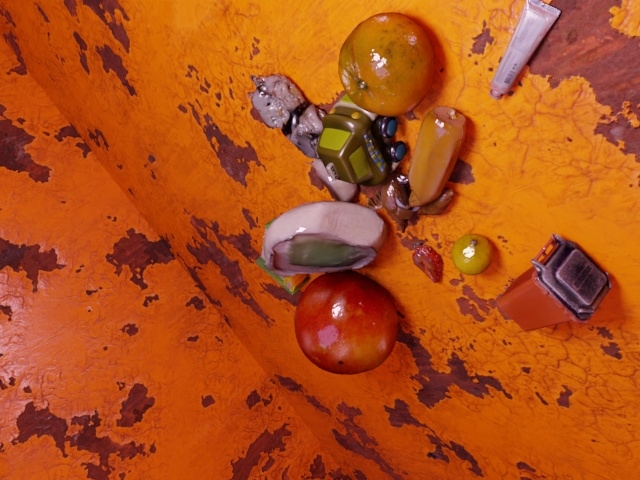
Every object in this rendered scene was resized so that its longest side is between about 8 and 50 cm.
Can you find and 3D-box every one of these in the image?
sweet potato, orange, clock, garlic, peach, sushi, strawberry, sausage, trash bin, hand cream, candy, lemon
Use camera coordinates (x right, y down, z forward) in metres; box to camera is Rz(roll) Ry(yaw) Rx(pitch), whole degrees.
[{"bbox_3d":[0.311,-0.094,1.494,0.056,0.056,0.195,49,155,0],"label":"sweet potato"},{"bbox_3d":[0.146,-0.396,1.247,0.240,0.171,0.240,31,144,26],"label":"orange"},{"bbox_3d":[-0.140,0.057,2.162,0.220,0.106,0.255,39,147,16],"label":"clock"},{"bbox_3d":[0.032,-0.196,1.696,0.198,0.090,0.128,42,161,2],"label":"garlic"},{"bbox_3d":[0.086,0.274,1.881,0.388,0.388,0.388,32,145,26],"label":"peach"},{"bbox_3d":[-0.074,-0.360,1.599,0.332,0.130,0.124,45,149,4],"label":"sushi"},{"bbox_3d":[0.323,0.070,1.659,0.104,0.048,0.152,1,122,55],"label":"strawberry"},{"bbox_3d":[0.277,-0.187,1.372,0.112,0.112,0.328,36,144,20],"label":"sausage"},{"bbox_3d":[0.546,0.114,1.329,0.184,0.161,0.238,46,152,4],"label":"trash bin"},{"bbox_3d":[0.395,-0.376,1.092,0.067,0.043,0.209,37,142,15],"label":"hand cream"},{"bbox_3d":[0.000,0.000,1.727,0.427,0.386,0.186,125,141,-61],"label":"candy"},{"bbox_3d":[0.406,0.036,1.460,0.109,0.109,0.133,29,158,29],"label":"lemon"}]

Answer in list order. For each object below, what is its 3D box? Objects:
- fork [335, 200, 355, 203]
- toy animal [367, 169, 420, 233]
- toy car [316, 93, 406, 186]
[{"bbox_3d":[0.083,-0.122,1.783,0.115,0.012,0.016,10,128,52],"label":"fork"},{"bbox_3d":[0.233,-0.112,1.545,0.179,0.089,0.188,-15,107,40],"label":"toy animal"},{"bbox_3d":[0.087,-0.237,1.443,0.204,0.198,0.248,23,155,41],"label":"toy car"}]
